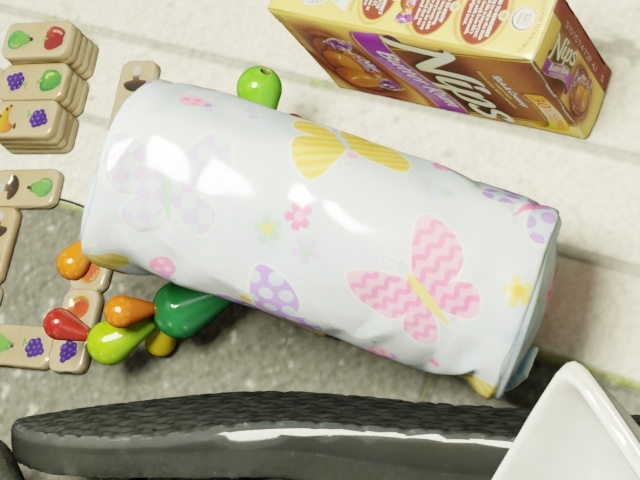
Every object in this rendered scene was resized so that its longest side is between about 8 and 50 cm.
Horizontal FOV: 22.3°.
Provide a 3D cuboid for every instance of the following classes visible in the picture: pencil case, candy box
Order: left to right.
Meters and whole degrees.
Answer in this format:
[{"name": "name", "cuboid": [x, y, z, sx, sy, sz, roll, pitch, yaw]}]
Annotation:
[{"name": "pencil case", "cuboid": [0.000, 0.000, 0.925, 0.273, 0.113, 0.124, 17, 113, 8]}, {"name": "candy box", "cuboid": [0.073, -0.123, 0.997, 0.187, 0.109, 0.053, 14, 75, 31]}]

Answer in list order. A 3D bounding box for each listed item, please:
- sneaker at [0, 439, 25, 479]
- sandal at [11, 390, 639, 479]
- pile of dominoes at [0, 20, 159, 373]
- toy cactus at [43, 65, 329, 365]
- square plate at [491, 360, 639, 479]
[{"name": "sneaker", "cuboid": [-0.135, 0.205, 0.986, 0.132, 0.086, 0.228, -27, 69, 9]}, {"name": "sandal", "cuboid": [0.007, 0.144, 0.890, 0.446, 0.167, 0.107, 0, 91, 30]}, {"name": "pile of dominoes", "cuboid": [-0.227, -0.035, 1.153, 0.196, 0.040, 0.251, 1, 69, 27]}, {"name": "toy cactus", "cuboid": [-0.062, 0.005, 1.033, 0.180, 0.112, 0.219, 33, 83, 15]}, {"name": "square plate", "cuboid": [0.148, 0.286, 0.718, 0.344, 0.049, 0.347, 56, 141, 33]}]
